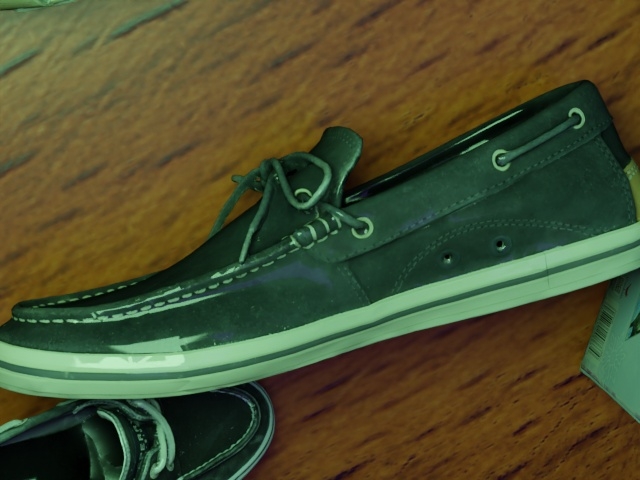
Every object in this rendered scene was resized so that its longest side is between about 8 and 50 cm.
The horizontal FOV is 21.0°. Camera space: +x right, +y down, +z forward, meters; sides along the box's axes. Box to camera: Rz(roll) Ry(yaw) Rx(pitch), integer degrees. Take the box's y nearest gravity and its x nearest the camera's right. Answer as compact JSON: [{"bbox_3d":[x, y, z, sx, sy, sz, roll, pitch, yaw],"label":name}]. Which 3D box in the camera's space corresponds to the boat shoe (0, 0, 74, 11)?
[{"bbox_3d":[-0.216,-0.214,1.197,0.302,0.103,0.113,-15,103,-5],"label":"boat shoe"}]

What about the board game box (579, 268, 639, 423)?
[{"bbox_3d":[0.305,-0.005,1.207,0.066,0.318,0.318,16,100,-12],"label":"board game box"}]

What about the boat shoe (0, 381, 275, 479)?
[{"bbox_3d":[-0.148,0.152,1.225,0.301,0.102,0.108,-11,75,-34],"label":"boat shoe"}]

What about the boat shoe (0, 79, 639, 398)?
[{"bbox_3d":[0.000,0.000,1.239,0.500,0.187,0.156,-15,98,-9],"label":"boat shoe"}]
